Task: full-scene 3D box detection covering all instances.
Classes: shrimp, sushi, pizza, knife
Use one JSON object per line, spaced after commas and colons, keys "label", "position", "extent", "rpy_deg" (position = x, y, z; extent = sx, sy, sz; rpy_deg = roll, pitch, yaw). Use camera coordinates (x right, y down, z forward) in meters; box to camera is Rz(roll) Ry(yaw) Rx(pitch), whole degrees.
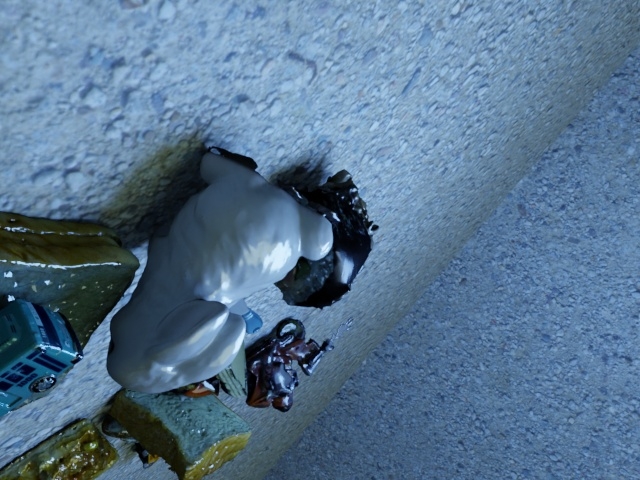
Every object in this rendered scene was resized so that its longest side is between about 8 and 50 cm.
{"label": "shrimp", "position": [-0.418, 0.423, 1.260], "extent": [0.233, 0.079, 0.090], "rpy_deg": [40, 58, -73]}
{"label": "sushi", "position": [-0.311, 0.276, 1.145], "extent": [0.103, 0.097, 0.226], "rpy_deg": [-35, 135, 12]}
{"label": "sushi", "position": [0.003, -0.001, 1.045], "extent": [0.238, 0.225, 0.218], "rpy_deg": [-18, -177, 31]}
{"label": "pizza", "position": [-0.566, 0.508, 1.148], "extent": [0.257, 0.087, 0.268], "rpy_deg": [-31, 157, -22]}
{"label": "knife", "position": [-0.185, 0.166, 1.265], "extent": [0.058, 0.032, 0.244], "rpy_deg": [-32, 152, -7]}

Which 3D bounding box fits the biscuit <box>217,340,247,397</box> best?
{"label": "biscuit", "position": [-0.206, 0.260, 1.237], "extent": [0.052, 0.150, 0.252], "rpy_deg": [-6, 152, -4]}

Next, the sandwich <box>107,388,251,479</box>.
{"label": "sandwich", "position": [-0.292, 0.391, 1.179], "extent": [0.226, 0.251, 0.087], "rpy_deg": [6, 113, -61]}

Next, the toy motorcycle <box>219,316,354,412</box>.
{"label": "toy motorcycle", "position": [-0.077, 0.333, 1.523], "extent": [0.401, 0.207, 0.134], "rpy_deg": [-38, -173, -24]}

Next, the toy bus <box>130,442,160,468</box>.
{"label": "toy bus", "position": [-0.442, 0.526, 1.404], "extent": [0.074, 0.069, 0.162], "rpy_deg": [-29, 155, -35]}

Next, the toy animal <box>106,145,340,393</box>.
{"label": "toy animal", "position": [-0.161, 0.062, 0.783], "extent": [0.357, 0.257, 0.194], "rpy_deg": [-62, 153, -16]}

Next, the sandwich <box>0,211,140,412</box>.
{"label": "sandwich", "position": [-0.399, 0.105, 0.677], "extent": [0.301, 0.099, 0.271], "rpy_deg": [-52, 153, 16]}

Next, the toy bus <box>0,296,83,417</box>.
{"label": "toy bus", "position": [-0.354, 0.139, 0.588], "extent": [0.160, 0.079, 0.092], "rpy_deg": [-36, 151, -9]}
